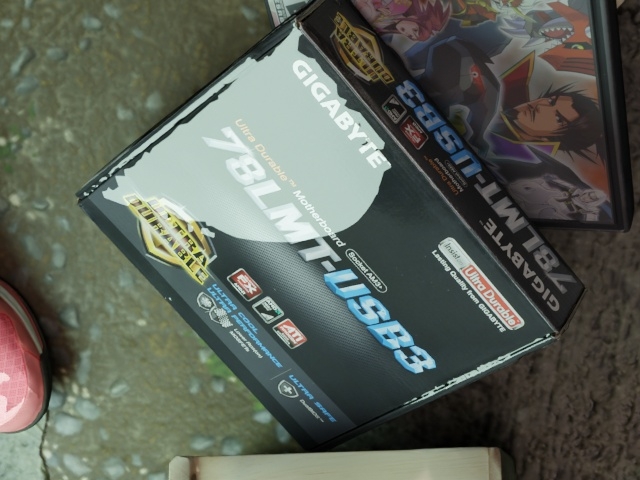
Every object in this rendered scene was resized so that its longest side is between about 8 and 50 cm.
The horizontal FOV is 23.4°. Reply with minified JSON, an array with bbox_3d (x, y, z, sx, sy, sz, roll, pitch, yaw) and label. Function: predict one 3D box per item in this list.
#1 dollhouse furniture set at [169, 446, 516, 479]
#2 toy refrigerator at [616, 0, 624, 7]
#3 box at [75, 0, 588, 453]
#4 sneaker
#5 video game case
[{"bbox_3d":[0.027,0.366,1.204,0.256,0.362,0.394,-3,79,11],"label":"dollhouse furniture set"},{"bbox_3d":[0.090,-0.243,1.127,0.269,0.094,0.102,39,109,-18],"label":"toy refrigerator"},{"bbox_3d":[0.000,0.000,1.173,0.295,0.073,0.293,49,135,-10],"label":"box"},{"bbox_3d":[-0.351,0.046,1.284,0.116,0.136,0.314,-34,97,17],"label":"sneaker"},{"bbox_3d":[0.094,-0.119,1.131,0.248,0.035,0.275,3,134,20],"label":"video game case"}]
